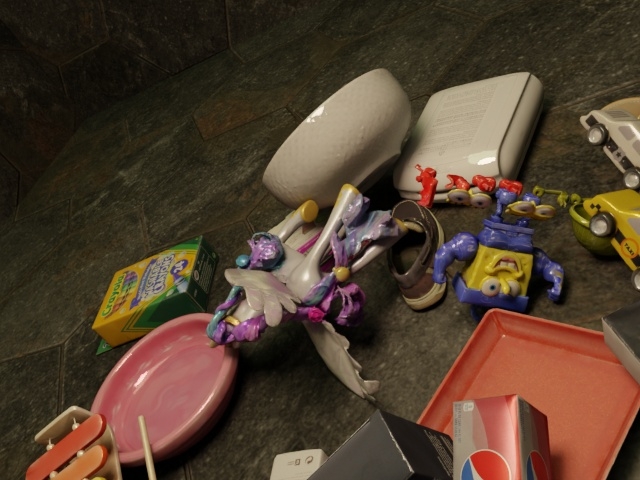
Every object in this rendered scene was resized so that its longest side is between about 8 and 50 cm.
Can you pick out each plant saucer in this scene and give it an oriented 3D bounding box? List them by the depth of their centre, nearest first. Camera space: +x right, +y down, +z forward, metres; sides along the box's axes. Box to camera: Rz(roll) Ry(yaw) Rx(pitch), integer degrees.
[{"bbox_3d":[0.279,0.222,0.855,0.259,0.047,0.258,9,53,49],"label":"plant saucer"},{"bbox_3d":[-0.287,0.290,1.244,0.332,0.084,0.332,-24,35,18],"label":"plant saucer"}]

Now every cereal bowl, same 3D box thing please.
[{"bbox_3d":[0.056,-0.172,1.289,0.339,0.141,0.339,-42,-7,-6],"label":"cereal bowl"}]

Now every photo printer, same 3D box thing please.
[{"bbox_3d":[0.299,-0.200,1.328,0.256,0.107,0.307,-5,43,40],"label":"photo printer"}]

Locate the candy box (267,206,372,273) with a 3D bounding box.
[{"bbox_3d":[0.000,0.000,1.371,0.159,0.071,0.233,-39,34,-8],"label":"candy box"}]

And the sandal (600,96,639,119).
[{"bbox_3d":[0.566,-0.184,1.086,0.240,0.088,0.079,8,46,41],"label":"sandal"}]

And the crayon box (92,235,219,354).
[{"bbox_3d":[-0.413,0.131,1.564,0.323,0.083,0.203,-23,34,19],"label":"crayon box"}]

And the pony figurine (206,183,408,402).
[{"bbox_3d":[-0.023,0.078,1.099,0.363,0.303,0.351,-49,25,-13],"label":"pony figurine"}]

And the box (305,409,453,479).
[{"bbox_3d":[0.082,0.302,0.780,0.156,0.158,0.093,-48,41,14],"label":"box"}]

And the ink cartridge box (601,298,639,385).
[{"bbox_3d":[0.466,0.173,0.685,0.165,0.065,0.332,-27,41,2],"label":"ink cartridge box"}]

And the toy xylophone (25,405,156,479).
[{"bbox_3d":[-0.370,0.416,1.058,0.236,0.081,0.322,-45,50,12],"label":"toy xylophone"}]

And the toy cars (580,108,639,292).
[{"bbox_3d":[0.477,-0.079,0.942,0.087,0.176,0.393,121,172,-47],"label":"toy cars"}]

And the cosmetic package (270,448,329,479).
[{"bbox_3d":[-0.020,0.401,0.829,0.085,0.117,0.231,-18,35,26],"label":"cosmetic package"}]

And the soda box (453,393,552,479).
[{"bbox_3d":[0.200,0.309,0.703,0.083,0.092,0.263,-18,52,34],"label":"soda box"}]

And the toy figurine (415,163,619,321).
[{"bbox_3d":[0.299,0.026,1.025,0.363,0.217,0.191,9,16,-10],"label":"toy figurine"}]

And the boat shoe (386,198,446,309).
[{"bbox_3d":[0.168,0.001,1.197,0.103,0.092,0.285,-22,35,20],"label":"boat shoe"}]
